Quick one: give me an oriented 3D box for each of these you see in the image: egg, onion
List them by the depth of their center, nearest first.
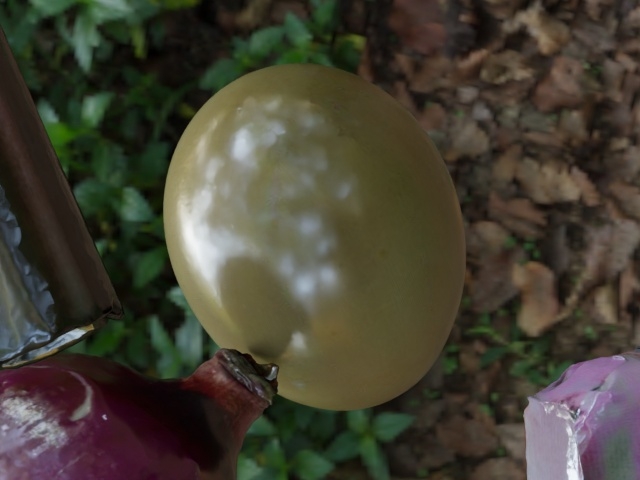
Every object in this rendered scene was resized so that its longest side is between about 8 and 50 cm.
[{"bbox_3d":[-0.187,0.226,1.443,0.348,0.385,0.347,41,157,21],"label":"onion"},{"bbox_3d":[0.000,0.000,1.608,0.301,0.301,0.374,-14,112,39],"label":"egg"}]

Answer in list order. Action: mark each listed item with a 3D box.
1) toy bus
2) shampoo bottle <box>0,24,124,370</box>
[{"bbox_3d":[0.245,0.235,1.193,0.127,0.147,0.302,171,91,-69],"label":"toy bus"},{"bbox_3d":[-0.189,-0.095,0.599,0.129,0.084,0.323,-24,88,32],"label":"shampoo bottle"}]
